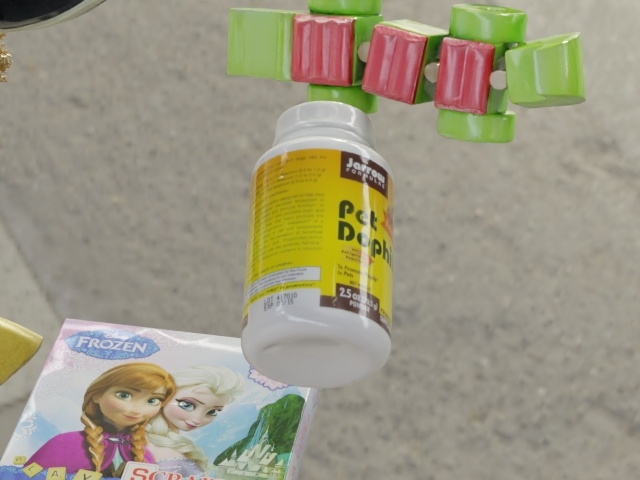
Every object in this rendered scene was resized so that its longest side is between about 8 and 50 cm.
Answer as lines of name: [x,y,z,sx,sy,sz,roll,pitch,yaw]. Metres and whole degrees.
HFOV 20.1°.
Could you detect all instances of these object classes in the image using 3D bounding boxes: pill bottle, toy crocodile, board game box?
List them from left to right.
board game box: [-0.179,0.225,2.027,0.318,0.066,0.318,6,37,8]
pill bottle: [0.000,0.000,1.428,0.117,0.117,0.215,6,60,-7]
toy crocodile: [0.066,-0.152,1.519,0.340,0.115,0.105,12,13,26]

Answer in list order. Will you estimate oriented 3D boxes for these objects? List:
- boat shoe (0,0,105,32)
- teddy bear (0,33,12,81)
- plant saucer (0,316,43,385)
boat shoe: [-0.330,-0.245,1.343,0.500,0.187,0.156,7,17,33]
teddy bear: [-0.373,-0.109,1.691,0.113,0.245,0.338,46,8,-19]
plant saucer: [-0.445,0.143,1.468,0.333,0.081,0.333,-4,29,43]
